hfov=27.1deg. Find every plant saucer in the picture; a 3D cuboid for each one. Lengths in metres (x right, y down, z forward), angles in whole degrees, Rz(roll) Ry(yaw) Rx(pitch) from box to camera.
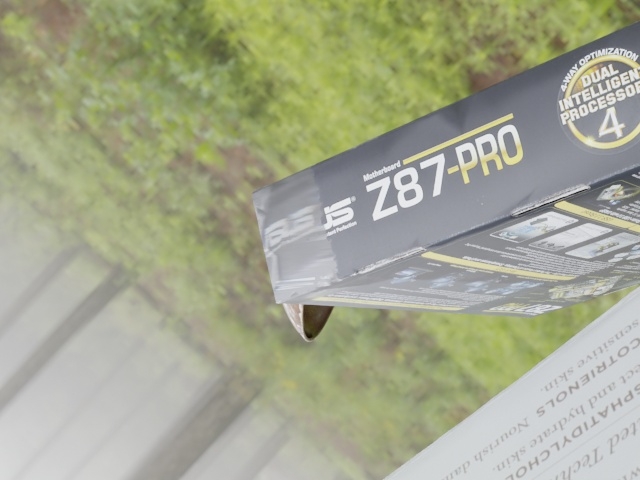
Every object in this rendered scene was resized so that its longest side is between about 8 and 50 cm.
[{"bbox_3d":[0.000,0.000,1.310,0.036,0.199,0.198,16,171,12],"label":"plant saucer"}]

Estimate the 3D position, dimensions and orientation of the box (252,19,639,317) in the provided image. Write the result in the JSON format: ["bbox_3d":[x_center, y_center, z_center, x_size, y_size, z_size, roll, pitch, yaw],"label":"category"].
[{"bbox_3d":[0.194,-0.028,0.987,0.395,0.318,0.097,7,-116,-54],"label":"box"}]

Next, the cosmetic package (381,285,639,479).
[{"bbox_3d":[0.243,0.304,0.846,0.329,0.327,0.394,42,-160,-25],"label":"cosmetic package"}]
